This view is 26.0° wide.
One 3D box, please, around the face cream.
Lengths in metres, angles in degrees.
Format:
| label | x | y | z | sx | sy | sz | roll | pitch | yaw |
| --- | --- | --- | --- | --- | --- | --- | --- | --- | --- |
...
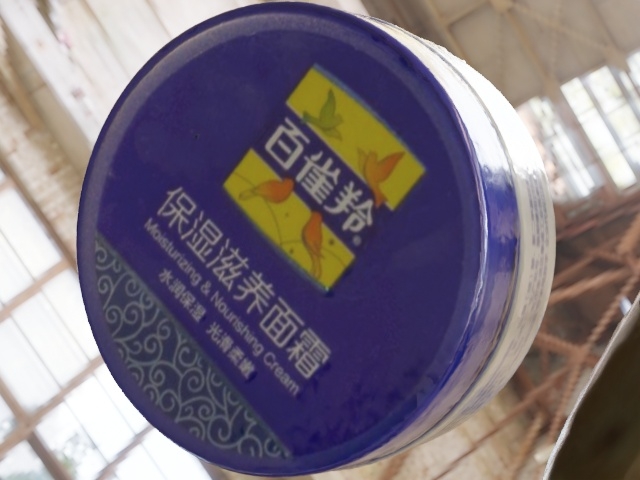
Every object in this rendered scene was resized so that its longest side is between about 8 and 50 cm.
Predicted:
| label | x | y | z | sx | sy | sz | roll | pitch | yaw |
| --- | --- | --- | --- | --- | --- | --- | --- | --- | --- |
| face cream | 0.000 | 0.000 | 0.631 | 0.206 | 0.206 | 0.111 | -27 | 168 | 26 |

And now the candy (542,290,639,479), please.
| label | x | y | z | sx | sy | sz | roll | pitch | yaw |
| --- | --- | --- | --- | --- | --- | --- | --- | --- | --- |
| candy | 0.189 | 0.036 | 0.563 | 0.234 | 0.104 | 0.102 | -62 | -167 | -6 |
